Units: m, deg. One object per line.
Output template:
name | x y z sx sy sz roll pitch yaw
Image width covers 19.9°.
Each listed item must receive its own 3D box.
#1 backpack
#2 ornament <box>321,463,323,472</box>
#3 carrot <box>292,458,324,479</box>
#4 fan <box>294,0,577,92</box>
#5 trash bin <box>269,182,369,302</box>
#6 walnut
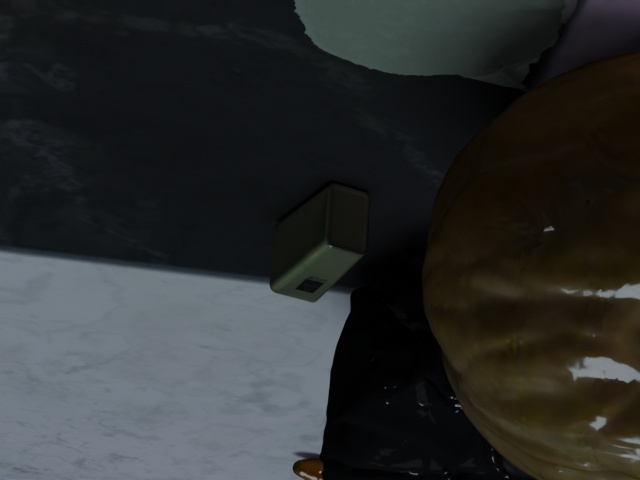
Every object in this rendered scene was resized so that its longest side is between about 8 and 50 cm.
backpack | 0.236 0.152 1.457 0.445 0.255 0.363 4 159 36
ornament | 0.033 0.219 1.882 0.068 0.041 0.092 -10 149 -14
carrot | 0.083 0.273 1.996 0.248 0.043 0.043 16 153 -18
fan | 0.109 -0.119 1.162 0.182 0.010 0.310 -13 150 31
trash bin | 0.000 0.000 1.387 0.043 0.061 0.092 15 151 -21
walnut | 0.232 0.027 1.141 0.333 0.333 0.333 4 156 2
